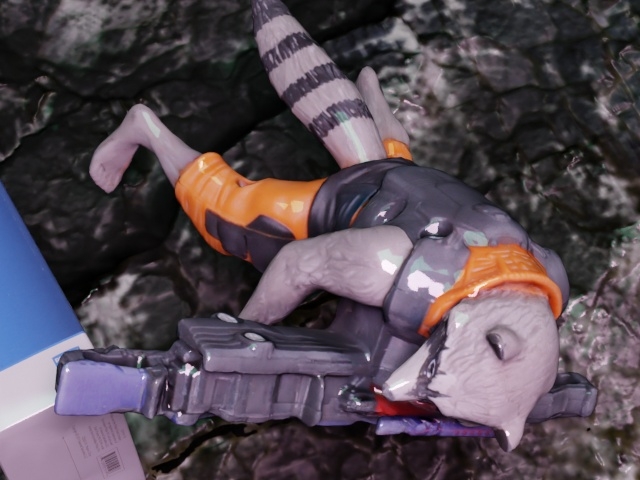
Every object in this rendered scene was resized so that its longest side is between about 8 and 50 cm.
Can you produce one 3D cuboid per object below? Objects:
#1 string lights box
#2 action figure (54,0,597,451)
[{"bbox_3d":[-0.199,0.031,1.075,0.077,0.133,0.259,-27,58,-13],"label":"string lights box"},{"bbox_3d":[0.000,0.000,1.000,0.341,0.178,0.330,0,29,-39],"label":"action figure"}]
